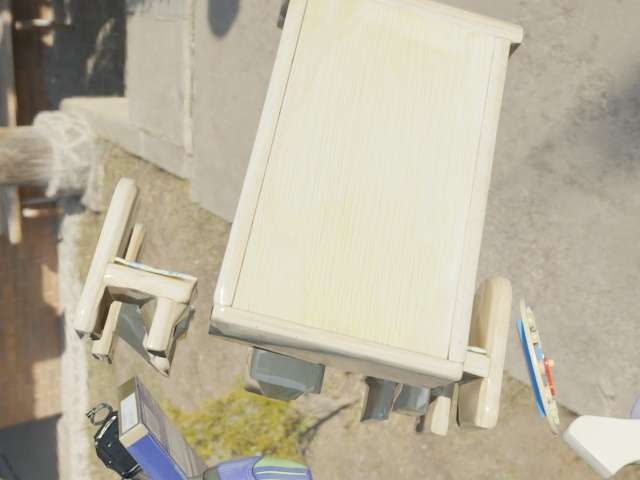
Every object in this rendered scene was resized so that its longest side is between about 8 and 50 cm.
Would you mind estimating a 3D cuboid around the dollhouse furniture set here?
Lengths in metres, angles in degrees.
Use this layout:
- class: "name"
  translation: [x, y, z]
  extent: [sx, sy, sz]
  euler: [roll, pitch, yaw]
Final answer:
- class: "dollhouse furniture set"
  translation: [0.000, 0.000, 0.660]
  extent: [0.394, 0.361, 0.257]
  euler: [121, 162, -71]

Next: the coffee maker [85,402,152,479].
- class: "coffee maker"
  translation: [-0.330, 0.393, 1.418]
  extent: [0.171, 0.120, 0.178]
  euler: [54, 176, 38]

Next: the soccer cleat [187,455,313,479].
- class: "soccer cleat"
  translation: [-0.062, 0.305, 0.690]
  extent: [0.093, 0.121, 0.289]
  euler: [-111, 22, -49]

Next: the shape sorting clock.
- class: "shape sorting clock"
  translation: [0.332, 0.189, 1.139]
  extent: [0.040, 0.206, 0.206]
  euler: [-14, 85, 12]

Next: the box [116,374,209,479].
- class: "box"
  translation: [-0.168, 0.280, 0.912]
  extent: [0.225, 0.036, 0.136]
  euler: [57, 174, -20]

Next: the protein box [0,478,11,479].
- class: "protein box"
  translation: [-0.527, 0.445, 1.049]
  extent: [0.201, 0.136, 0.200]
  euler: [2, 99, 18]

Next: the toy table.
- class: "toy table"
  translation: [0.425, 0.268, 0.874]
  extent: [0.252, 0.160, 0.274]
  euler: [38, 151, 29]
